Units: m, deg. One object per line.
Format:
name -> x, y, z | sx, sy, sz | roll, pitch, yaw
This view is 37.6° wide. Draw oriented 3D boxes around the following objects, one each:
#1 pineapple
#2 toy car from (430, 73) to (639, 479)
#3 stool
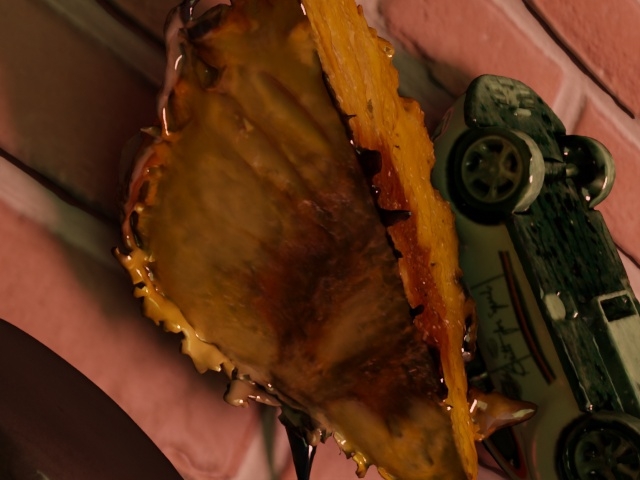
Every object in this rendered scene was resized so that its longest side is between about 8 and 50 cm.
pineapple -> -0.005, 0.001, 0.514 | 0.334, 0.158, 0.161 | 61, 21, -21
toy car -> 0.141, 0.049, 0.592 | 0.136, 0.125, 0.305 | -5, 69, -52
stool -> -0.157, 0.106, 0.401 | 0.139, 0.228, 0.153 | -46, 157, -4
